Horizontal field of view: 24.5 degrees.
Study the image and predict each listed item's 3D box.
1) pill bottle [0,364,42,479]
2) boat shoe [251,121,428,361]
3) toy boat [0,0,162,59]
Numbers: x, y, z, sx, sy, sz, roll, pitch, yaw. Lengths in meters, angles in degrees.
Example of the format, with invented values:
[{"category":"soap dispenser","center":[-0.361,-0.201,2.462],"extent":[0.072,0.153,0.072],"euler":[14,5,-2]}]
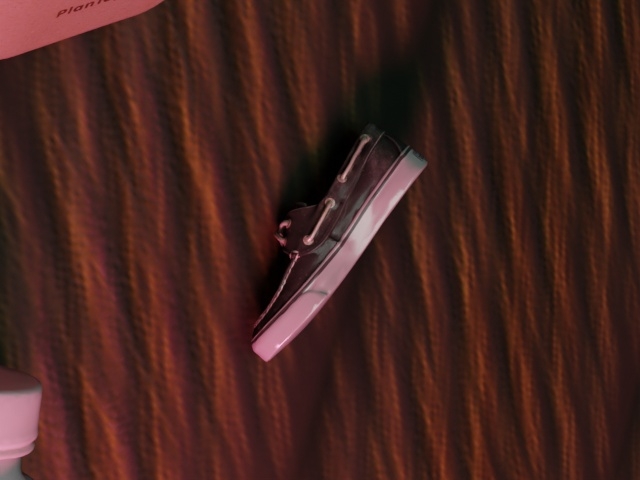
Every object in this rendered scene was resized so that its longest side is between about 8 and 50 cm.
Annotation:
[{"category":"pill bottle","center":[-0.279,0.244,1.006],"extent":[0.176,0.176,0.318],"euler":[8,93,-36]},{"category":"boat shoe","center":[0.000,0.000,1.233],"extent":[0.070,0.078,0.219],"euler":[36,78,1]},{"category":"toy boat","center":[-0.201,-0.227,1.025],"extent":[0.231,0.151,0.151],"euler":[-24,81,-31]}]
